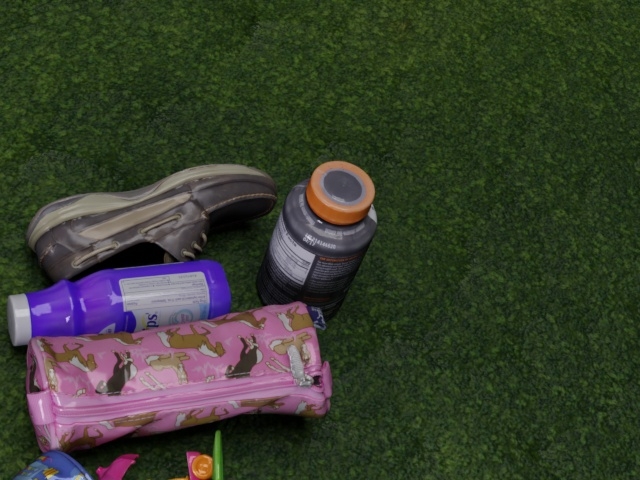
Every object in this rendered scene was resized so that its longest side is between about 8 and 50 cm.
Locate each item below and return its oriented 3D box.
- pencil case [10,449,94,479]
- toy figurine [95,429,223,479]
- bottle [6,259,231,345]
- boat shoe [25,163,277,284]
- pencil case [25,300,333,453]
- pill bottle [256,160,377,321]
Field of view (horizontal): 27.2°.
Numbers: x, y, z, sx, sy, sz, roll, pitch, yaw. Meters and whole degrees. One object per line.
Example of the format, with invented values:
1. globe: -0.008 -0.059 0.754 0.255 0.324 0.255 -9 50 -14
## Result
1. pencil case: -0.371 0.370 1.474 0.133 0.119 0.306 42 52 9
2. toy figurine: -0.197 0.320 1.599 0.159 0.130 0.173 -2 78 -3
3. bottle: -0.263 0.090 1.729 0.283 0.118 0.092 -5 56 -23
4. boat shoe: -0.222 -0.006 1.829 0.355 0.132 0.130 -15 69 -17
5. pencil case: -0.180 0.174 1.661 0.386 0.167 0.160 -6 60 -19
6. pill bottle: 0.000 0.000 1.803 0.131 0.245 0.130 9 51 -12
